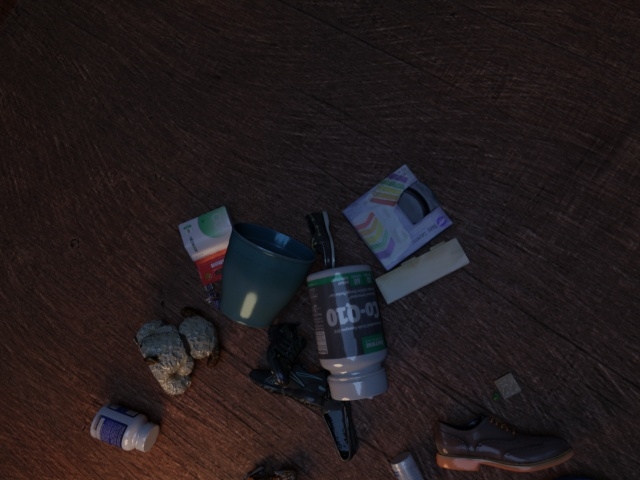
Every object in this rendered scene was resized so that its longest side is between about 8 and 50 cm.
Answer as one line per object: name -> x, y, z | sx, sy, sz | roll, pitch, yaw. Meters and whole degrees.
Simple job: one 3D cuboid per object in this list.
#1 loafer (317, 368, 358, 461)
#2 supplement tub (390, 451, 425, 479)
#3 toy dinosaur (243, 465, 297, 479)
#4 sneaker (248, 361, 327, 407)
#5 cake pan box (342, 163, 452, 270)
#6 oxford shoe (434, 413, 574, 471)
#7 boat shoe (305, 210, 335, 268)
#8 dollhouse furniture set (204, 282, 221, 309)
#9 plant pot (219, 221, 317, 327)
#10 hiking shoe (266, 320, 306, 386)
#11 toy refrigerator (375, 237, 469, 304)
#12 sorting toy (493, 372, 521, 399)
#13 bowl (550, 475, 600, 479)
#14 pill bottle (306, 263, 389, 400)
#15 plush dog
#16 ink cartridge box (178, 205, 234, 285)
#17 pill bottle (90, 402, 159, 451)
loafer -> 0.048, 0.526, 1.240 | 0.096, 0.084, 0.268 | -22, 80, 6
supplement tub -> 0.259, 0.684, 1.193 | 0.071, 0.071, 0.107 | -30, 78, 4
toy dinosaur -> -0.197, 0.822, 1.233 | 0.322, 0.164, 0.218 | -41, 63, 20
sneaker -> -0.098, 0.431, 1.269 | 0.267, 0.101, 0.106 | 8, 63, 25
cake pan box -> 0.245, -0.072, 1.302 | 0.266, 0.070, 0.246 | -35, 81, 2
oxford shoe -> 0.506, 0.559, 1.145 | 0.363, 0.130, 0.133 | -6, 75, 8
boat shoe -> 0.000, 0.000, 1.284 | 0.068, 0.081, 0.228 | -4, 47, -8
dollhouse furniture set -> -0.326, 0.164, 1.352 | 0.114, 0.081, 0.091 | -28, 79, 4
plant pot -> -0.184, 0.115, 1.255 | 0.271, 0.271, 0.255 | 25, 101, 11
hiking shoe -> -0.099, 0.331, 1.241 | 0.114, 0.086, 0.227 | -17, 37, 3
toy refrigerator -> 0.303, 0.093, 1.251 | 0.269, 0.102, 0.094 | -28, 79, 5
sorting toy -> 0.541, 0.436, 1.211 | 0.083, 0.012, 0.062 | -29, 84, 1
bowl -> 0.720, 0.839, 1.095 | 0.390, 0.077, 0.392 | -1, 82, 9
pill bottle -> 0.085, 0.264, 1.211 | 0.204, 0.204, 0.361 | -12, 81, 7
plush dog -> -0.442, 0.331, 1.310 | 0.225, 0.211, 0.263 | -29, 79, -23
ink cartridge box -> -0.365, 0.019, 1.394 | 0.180, 0.056, 0.225 | -22, 78, 6
pill bottle -> -0.627, 0.608, 1.323 | 0.186, 0.112, 0.112 | 15, 85, 11
